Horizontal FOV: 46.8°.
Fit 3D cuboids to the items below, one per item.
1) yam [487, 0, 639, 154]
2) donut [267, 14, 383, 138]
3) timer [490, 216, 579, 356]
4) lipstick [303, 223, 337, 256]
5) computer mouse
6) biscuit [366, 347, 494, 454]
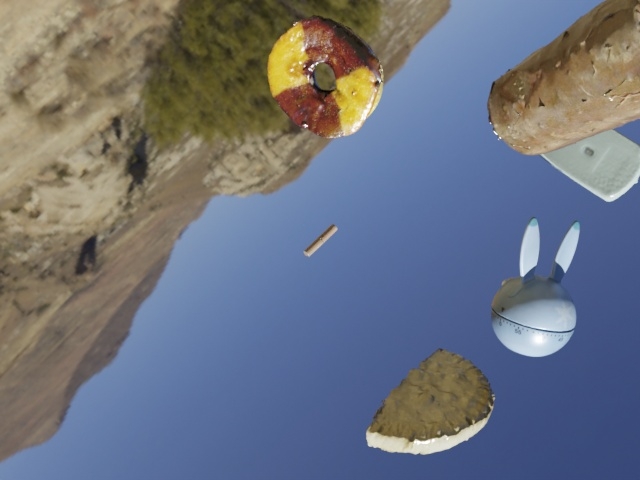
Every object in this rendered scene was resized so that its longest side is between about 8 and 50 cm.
[{"bbox_3d":[0.291,-0.173,0.758,0.238,0.128,0.129,-20,-132,65],"label":"yam"},{"bbox_3d":[0.011,-0.189,0.852,0.140,0.140,0.059,-35,180,30],"label":"donut"},{"bbox_3d":[0.403,0.093,1.418,0.175,0.256,0.175,-2,173,0],"label":"timer"},{"bbox_3d":[0.000,0.000,1.644,0.094,0.019,0.019,-44,-167,-20],"label":"lipstick"},{"bbox_3d":[0.521,-0.179,1.452,0.128,0.231,0.079,-56,160,20],"label":"computer mouse"},{"bbox_3d":[0.212,0.280,1.294,0.179,0.084,0.281,8,-154,29],"label":"biscuit"}]
